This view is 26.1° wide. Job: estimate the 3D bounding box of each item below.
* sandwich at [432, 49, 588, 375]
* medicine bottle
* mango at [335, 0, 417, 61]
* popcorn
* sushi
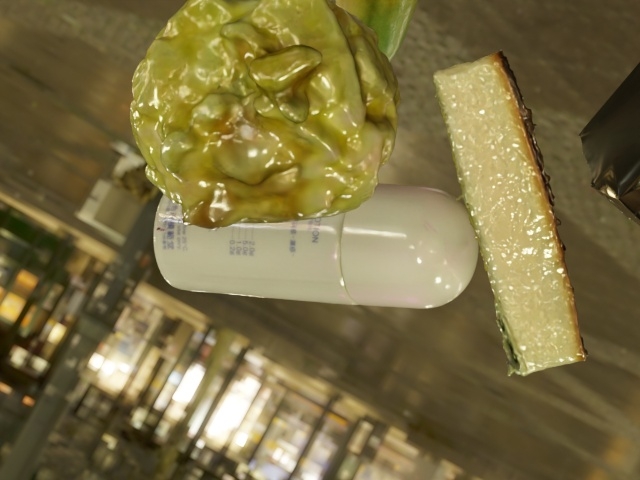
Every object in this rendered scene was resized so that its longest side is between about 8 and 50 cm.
[{"bbox_3d":[0.123,-0.019,0.897,0.058,0.193,0.162,-15,180,8],"label":"sandwich"},{"bbox_3d":[0.000,0.000,1.450,0.340,0.130,0.130,3,161,26],"label":"medicine bottle"},{"bbox_3d":[0.063,-0.311,1.581,0.091,0.237,0.137,-5,-131,-20],"label":"mango"},{"bbox_3d":[-0.036,-0.095,0.963,0.185,0.167,0.187,-2,-176,41],"label":"popcorn"},{"bbox_3d":[0.472,-0.099,1.803,0.212,0.215,0.227,42,-178,-17],"label":"sushi"}]
